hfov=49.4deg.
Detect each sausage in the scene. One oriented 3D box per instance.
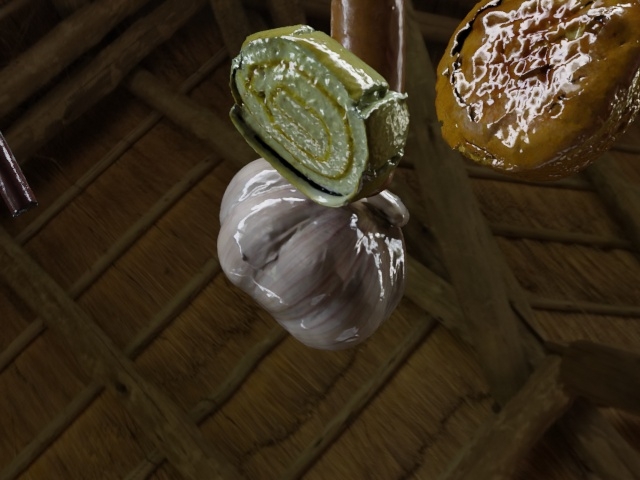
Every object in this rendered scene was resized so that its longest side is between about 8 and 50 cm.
[{"bbox_3d":[0.055,-0.189,0.881,0.109,0.109,0.270,0,-81,-20],"label":"sausage"}]

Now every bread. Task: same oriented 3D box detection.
[{"bbox_3d":[-0.005,-0.101,0.545,0.156,0.117,0.064,44,-134,8],"label":"bread"},{"bbox_3d":[0.373,-0.274,1.169,0.204,0.337,0.358,22,-79,-49],"label":"bread"}]

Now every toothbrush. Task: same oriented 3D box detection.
[{"bbox_3d":[-0.450,-0.196,0.863,0.041,0.041,0.363,-28,-85,-16],"label":"toothbrush"}]

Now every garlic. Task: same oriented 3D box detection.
[{"bbox_3d":[-0.013,0.010,0.993,0.322,0.322,0.241,26,-89,-20],"label":"garlic"}]
